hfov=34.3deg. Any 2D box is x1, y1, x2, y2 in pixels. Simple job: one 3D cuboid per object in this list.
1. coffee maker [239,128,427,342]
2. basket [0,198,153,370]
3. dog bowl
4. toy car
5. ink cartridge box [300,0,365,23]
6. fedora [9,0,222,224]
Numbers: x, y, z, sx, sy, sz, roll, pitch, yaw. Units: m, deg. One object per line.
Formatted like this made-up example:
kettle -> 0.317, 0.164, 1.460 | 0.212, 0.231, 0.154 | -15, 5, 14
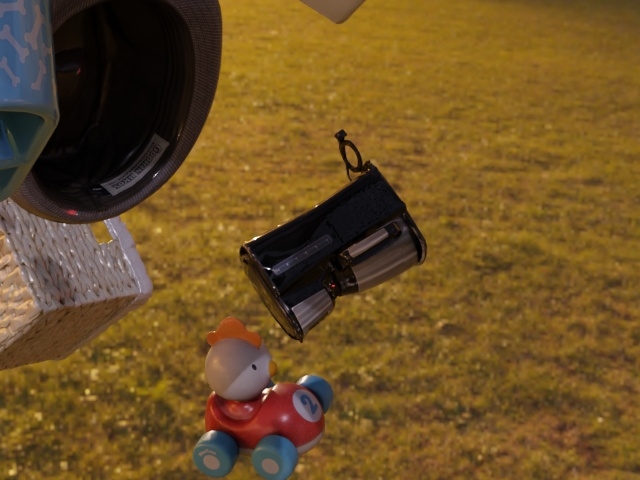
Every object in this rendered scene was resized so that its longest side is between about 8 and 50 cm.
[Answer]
coffee maker -> 0.000, 0.000, 1.151 | 0.178, 0.120, 0.171 | -30, 58, -13
basket -> -0.546, 0.044, 1.912 | 0.331, 0.328, 0.266 | -34, -12, 34
dog bowl -> -0.244, -0.066, 0.614 | 0.166, 0.074, 0.297 | -16, -5, -27
toy car -> -0.108, 0.236, 1.716 | 0.210, 0.238, 0.219 | -1, 26, 22
ink cartridge box -> 0.054, -0.259, 0.458 | 0.121, 0.211, 0.289 | 28, -25, -17
fedora -> -0.220, -0.154, 0.968 | 0.244, 0.275, 0.124 | -22, 46, -37
